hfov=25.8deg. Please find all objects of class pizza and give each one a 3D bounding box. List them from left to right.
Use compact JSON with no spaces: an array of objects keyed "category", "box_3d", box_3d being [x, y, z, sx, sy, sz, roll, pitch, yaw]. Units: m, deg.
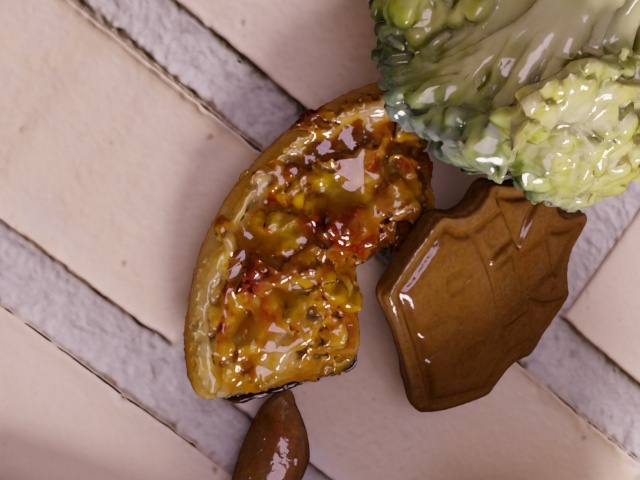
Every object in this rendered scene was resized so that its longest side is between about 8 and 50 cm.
[{"category":"pizza","box_3d":[0.000,0.000,1.092,0.161,0.085,0.305,33,78,-5]}]

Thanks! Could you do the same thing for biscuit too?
[{"category":"biscuit","box_3d":[0.142,0.033,1.127,0.215,0.034,0.182,-35,128,-24]}]

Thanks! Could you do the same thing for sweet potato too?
[{"category":"sweet potato","box_3d":[-0.043,0.227,1.108,0.065,0.051,0.219,4,89,-19]}]

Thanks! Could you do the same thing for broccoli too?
[{"category":"broccoli","box_3d":[0.174,-0.198,1.026,0.293,0.281,0.348,43,43,-13]}]
